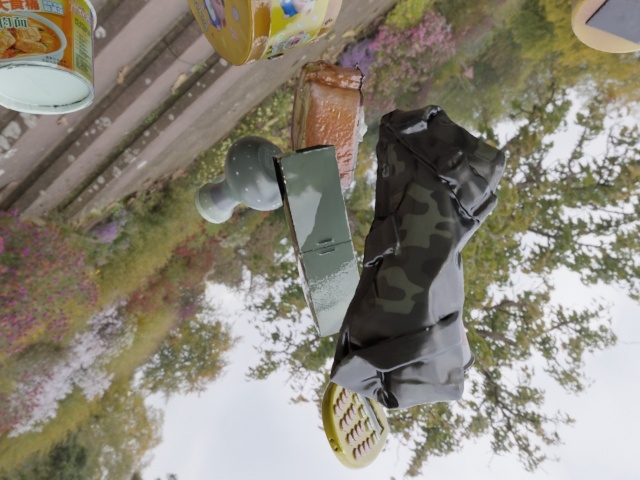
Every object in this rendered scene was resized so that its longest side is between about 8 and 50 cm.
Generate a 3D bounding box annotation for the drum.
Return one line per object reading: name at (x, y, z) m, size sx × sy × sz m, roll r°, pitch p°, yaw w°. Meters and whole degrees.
drum at (-0.146, -0.591, 0.853) m, size 0.214 × 0.431 × 0.431 m, roll -29°, pitch -171°, yaw -20°

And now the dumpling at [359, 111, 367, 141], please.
dumpling at (0.080, -0.365, 1.298) m, size 0.108 × 0.188 × 0.127 m, roll -31°, pitch -126°, yaw 41°

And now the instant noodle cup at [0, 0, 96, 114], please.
instant noodle cup at (-0.661, -0.438, 0.972) m, size 0.296 × 0.214 × 0.296 m, roll -12°, pitch 174°, yaw -1°

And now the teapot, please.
teapot at (-0.196, -0.134, 1.031) m, size 0.251 × 0.183 × 0.183 m, roll -25°, pitch -159°, yaw 35°

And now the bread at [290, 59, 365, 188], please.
bread at (0.010, -0.250, 0.880) m, size 0.190 × 0.123 × 0.244 m, roll -120°, pitch -145°, yaw -61°

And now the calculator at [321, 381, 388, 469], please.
calculator at (0.064, 0.290, 0.714) m, size 0.032 × 0.146 × 0.235 m, roll -29°, pitch 170°, yaw 20°

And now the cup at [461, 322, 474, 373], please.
cup at (0.235, 0.148, 0.971) m, size 0.203 × 0.288 × 0.203 m, roll -12°, pitch -173°, yaw 2°

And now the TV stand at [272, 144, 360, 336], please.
TV stand at (0.000, 0.000, 0.626) m, size 0.082 × 0.270 × 0.088 m, roll -16°, pitch -164°, yaw -11°

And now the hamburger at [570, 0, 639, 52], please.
hamburger at (0.823, -0.651, 1.117) m, size 0.176 × 0.300 × 0.300 m, roll -65°, pitch -162°, yaw -7°

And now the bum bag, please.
bum bag at (0.110, 0.017, 0.467) m, size 0.095 × 0.144 × 0.340 m, roll 45°, pitch 57°, yaw -81°
